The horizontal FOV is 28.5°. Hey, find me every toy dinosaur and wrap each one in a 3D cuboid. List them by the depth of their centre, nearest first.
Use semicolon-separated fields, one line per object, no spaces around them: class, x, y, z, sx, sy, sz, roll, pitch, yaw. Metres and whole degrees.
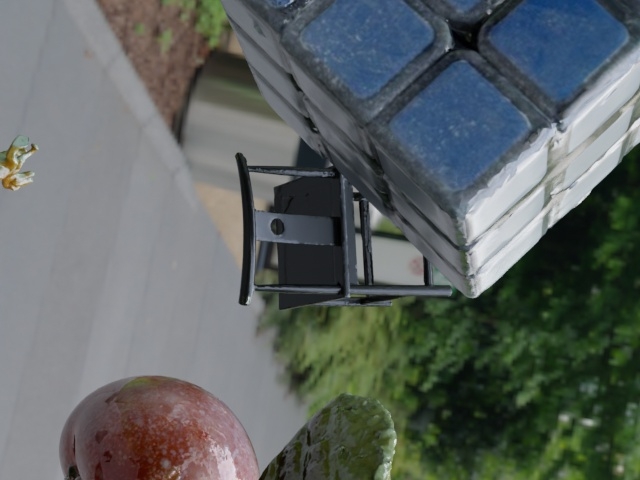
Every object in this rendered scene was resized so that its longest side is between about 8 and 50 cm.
toy dinosaur;-0.468;-0.094;1.739;0.212;0.057;0.142;-29;162;-45

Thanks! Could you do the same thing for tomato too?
tomato;-0.191;0.293;1.535;0.270;0.227;0.270;39;-43;50

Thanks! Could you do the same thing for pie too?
pie;-0.024;0.285;1.245;0.306;0.071;0.306;-50;-165;19

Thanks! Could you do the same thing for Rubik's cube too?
Rubik's cube;0.124;-0.176;1.055;0.301;0.305;0.304;-42;162;-4

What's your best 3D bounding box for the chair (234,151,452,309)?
chair;0.000;0.000;1.358;0.141;0.260;0.154;-17;-106;56
